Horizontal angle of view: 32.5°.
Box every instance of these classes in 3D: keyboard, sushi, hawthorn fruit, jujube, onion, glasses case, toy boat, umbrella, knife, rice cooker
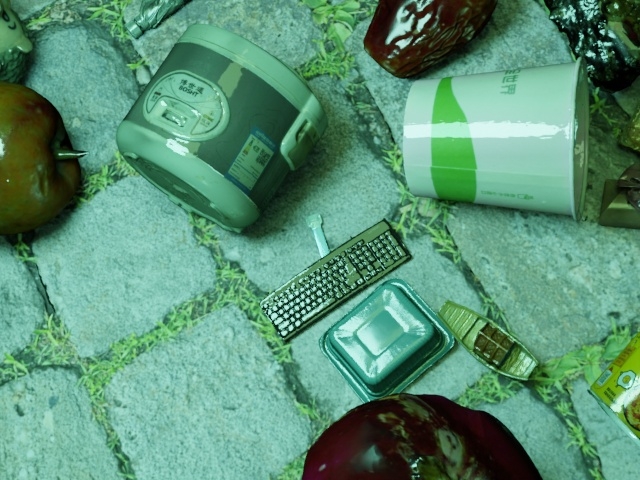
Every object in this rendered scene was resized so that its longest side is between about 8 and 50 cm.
[{"bbox_3d":[0.022,0.061,1.776,0.250,0.017,0.087,-33,77,-2],"label":"keyboard"},{"bbox_3d":[0.462,-0.347,1.772,0.115,0.147,0.212,-38,68,34],"label":"sushi"},{"bbox_3d":[-0.527,-0.132,1.827,0.301,0.268,0.267,5,72,7],"label":"hawthorn fruit"},{"bbox_3d":[0.183,-0.391,1.839,0.190,0.190,0.255,41,99,20],"label":"jujube"},{"bbox_3d":[0.093,0.432,1.511,0.420,0.398,0.398,-42,61,40],"label":"onion"},{"bbox_3d":[0.537,-0.071,1.704,0.193,0.070,0.102,7,71,12],"label":"glasses case"},{"bbox_3d":[0.254,0.154,1.679,0.172,0.066,0.065,36,83,19],"label":"toy boat"},{"bbox_3d":[-0.275,-0.437,1.996,0.188,0.046,0.050,-37,76,1],"label":"umbrella"},{"bbox_3d":[0.000,0.000,1.810,0.027,0.010,0.096,-19,71,3],"label":"knife"},{"bbox_3d":[-0.155,-0.186,1.763,0.288,0.288,0.277,30,79,19],"label":"rice cooker"}]

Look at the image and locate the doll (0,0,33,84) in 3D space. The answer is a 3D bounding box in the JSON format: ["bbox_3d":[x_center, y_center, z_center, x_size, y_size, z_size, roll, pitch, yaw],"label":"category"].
[{"bbox_3d":[-0.658,-0.395,1.950,0.247,0.247,0.349,-42,77,-6],"label":"doll"}]

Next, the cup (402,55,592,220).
[{"bbox_3d":[0.277,-0.158,1.699,0.274,0.253,0.253,2,71,18],"label":"cup"}]

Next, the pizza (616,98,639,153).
[{"bbox_3d":[0.599,-0.206,1.743,0.204,0.080,0.188,21,99,7],"label":"pizza"}]

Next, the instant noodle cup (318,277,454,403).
[{"bbox_3d":[0.098,0.152,1.708,0.179,0.070,0.157,-40,67,-4],"label":"instant noodle cup"}]

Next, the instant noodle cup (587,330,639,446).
[{"bbox_3d":[0.481,0.218,1.564,0.144,0.182,0.182,-42,69,3],"label":"instant noodle cup"}]
